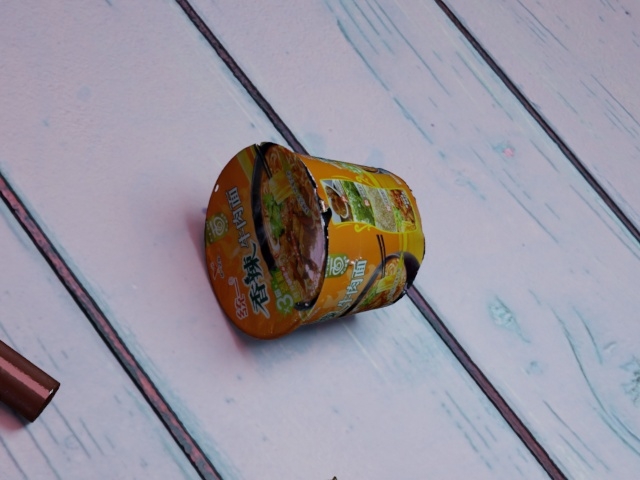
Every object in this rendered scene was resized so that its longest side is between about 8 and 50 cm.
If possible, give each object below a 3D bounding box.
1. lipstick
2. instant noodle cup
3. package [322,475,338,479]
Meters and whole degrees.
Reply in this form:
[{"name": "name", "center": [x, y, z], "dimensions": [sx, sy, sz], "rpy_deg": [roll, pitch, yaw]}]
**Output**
[{"name": "lipstick", "center": [-0.438, 0.072, 1.815], "dimensions": [0.357, 0.057, 0.057], "rpy_deg": [36, 48, 1]}, {"name": "instant noodle cup", "center": [0.000, 0.000, 2.003], "dimensions": [0.182, 0.230, 0.230], "rpy_deg": [0, 56, -40]}, {"name": "package", "center": [-0.041, 0.297, 1.845], "dimensions": [0.131, 0.071, 0.047], "rpy_deg": [-3, 61, -31]}]
